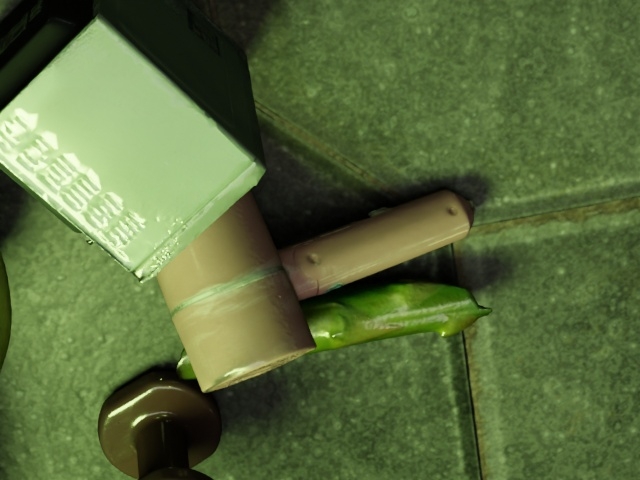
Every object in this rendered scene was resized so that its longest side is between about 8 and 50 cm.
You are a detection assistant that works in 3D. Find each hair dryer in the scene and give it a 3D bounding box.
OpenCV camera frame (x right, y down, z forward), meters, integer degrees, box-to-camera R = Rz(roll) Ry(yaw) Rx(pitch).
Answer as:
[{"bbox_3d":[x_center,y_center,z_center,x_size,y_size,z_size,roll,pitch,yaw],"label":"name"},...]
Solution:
[{"bbox_3d":[0.000,0.000,1.800,0.353,0.125,0.210,-20,82,-20],"label":"hair dryer"}]

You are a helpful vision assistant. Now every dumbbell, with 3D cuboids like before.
[{"bbox_3d":[-0.166,0.249,1.845,0.140,0.225,0.124,-33,118,11],"label":"dumbbell"}]

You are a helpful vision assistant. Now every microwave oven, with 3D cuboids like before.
[{"bbox_3d":[-0.192,-0.131,1.616,0.181,0.295,0.237,-42,113,15],"label":"microwave oven"}]

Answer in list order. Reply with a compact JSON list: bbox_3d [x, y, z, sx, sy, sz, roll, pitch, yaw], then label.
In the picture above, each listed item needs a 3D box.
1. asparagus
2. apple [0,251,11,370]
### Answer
[{"bbox_3d":[0.010,0.087,1.867,0.343,0.085,0.082,-13,120,-2],"label":"asparagus"},{"bbox_3d":[-0.465,0.052,1.652,0.357,0.357,0.357,-3,116,-5],"label":"apple"}]
